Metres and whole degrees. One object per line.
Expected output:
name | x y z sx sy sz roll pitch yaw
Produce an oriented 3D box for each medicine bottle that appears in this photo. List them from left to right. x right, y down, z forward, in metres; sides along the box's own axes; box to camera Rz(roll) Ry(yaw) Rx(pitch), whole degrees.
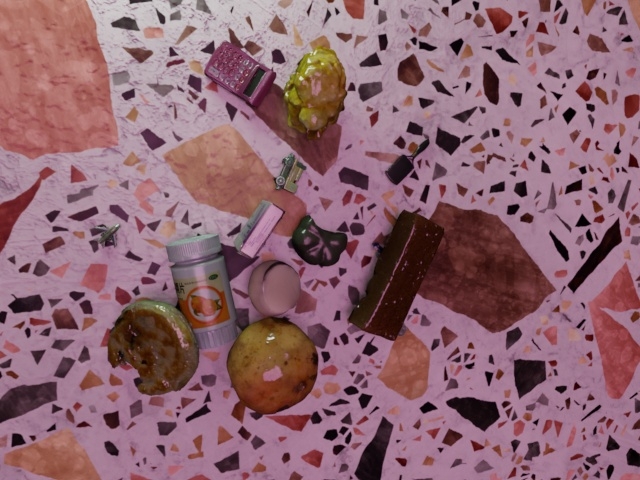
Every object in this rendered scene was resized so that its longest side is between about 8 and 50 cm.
medicine bottle | -0.344 0.149 1.383 0.158 0.158 0.318 -13 99 -11
medicine bottle | -0.184 -0.036 1.378 0.052 0.201 0.171 35 88 -17

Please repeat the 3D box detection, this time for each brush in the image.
brush | 0.298 -0.268 1.558 0.193 0.016 0.063 -44 104 -5

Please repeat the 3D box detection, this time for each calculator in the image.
calculator | -0.240 -0.498 1.401 0.190 0.034 0.127 32 89 -9

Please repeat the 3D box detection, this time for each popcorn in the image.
popcorn | -0.005 -0.419 1.366 0.192 0.233 0.266 11 68 -20

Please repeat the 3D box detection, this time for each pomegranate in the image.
pomegranate | -0.142 0.371 1.403 0.281 0.281 0.281 -1 97 -13

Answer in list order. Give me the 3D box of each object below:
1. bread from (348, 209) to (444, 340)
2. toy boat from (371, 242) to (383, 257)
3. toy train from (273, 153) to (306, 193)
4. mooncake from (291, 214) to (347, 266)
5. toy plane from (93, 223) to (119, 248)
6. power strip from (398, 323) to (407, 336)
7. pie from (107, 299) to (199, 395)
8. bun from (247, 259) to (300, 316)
bread | 0.251 0.111 1.525 0.165 0.113 0.417 27 88 -37
toy boat | 0.197 0.042 1.561 0.038 0.038 0.083 -40 107 -6
toy train | -0.095 -0.206 1.458 0.081 0.050 0.122 25 90 -19
mooncake | 0.000 0.000 1.477 0.175 0.104 0.169 -7 92 -16
toy plane | -0.618 -0.017 1.366 0.083 0.033 0.080 -46 103 -12
power strip | 0.264 0.300 1.604 0.083 0.035 0.055 34 88 -17
pie | -0.483 0.313 1.357 0.302 0.067 0.303 4 104 16
bun | -0.156 0.146 1.445 0.172 0.119 0.173 4 85 -47
